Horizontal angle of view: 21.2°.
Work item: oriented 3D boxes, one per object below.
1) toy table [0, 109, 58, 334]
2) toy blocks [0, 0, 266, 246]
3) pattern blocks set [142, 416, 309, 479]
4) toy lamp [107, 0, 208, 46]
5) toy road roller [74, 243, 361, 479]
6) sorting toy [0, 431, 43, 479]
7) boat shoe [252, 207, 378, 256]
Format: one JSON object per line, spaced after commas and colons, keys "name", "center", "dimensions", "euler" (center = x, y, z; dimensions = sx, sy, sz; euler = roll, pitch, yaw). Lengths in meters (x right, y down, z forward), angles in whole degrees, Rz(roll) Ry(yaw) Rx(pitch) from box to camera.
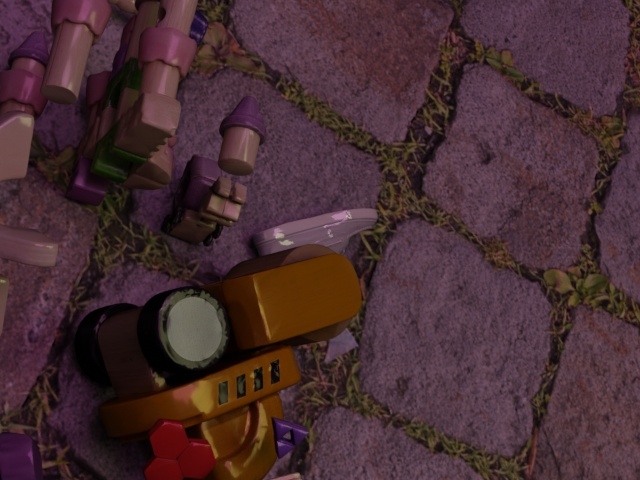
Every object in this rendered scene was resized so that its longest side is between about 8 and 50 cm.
{"name": "toy table", "center": [-0.404, -0.016, 1.841], "dimensions": [0.161, 0.274, 0.252], "euler": [5, 23, -34]}
{"name": "toy blocks", "center": [-0.200, -0.194, 2.014], "dimensions": [0.309, 0.288, 0.260], "euler": [20, 63, -20]}
{"name": "pattern blocks set", "center": [-0.076, 0.350, 1.874], "dimensions": [0.285, 0.026, 0.325], "euler": [3, 100, -18]}
{"name": "toy lamp", "center": [-0.271, -0.320, 2.169], "dimensions": [0.274, 0.080, 0.080], "euler": [27, 55, -21]}
{"name": "toy road roller", "center": [-0.102, 0.156, 1.972], "dimensions": [0.329, 0.202, 0.240], "euler": [-18, 92, -37]}
{"name": "sorting toy", "center": [-0.325, 0.360, 1.635], "dimensions": [0.126, 0.127, 0.365], "euler": [-7, 64, -2]}
{"name": "boat shoe", "center": [0.000, 0.000, 2.197], "dimensions": [0.184, 0.066, 0.063], "euler": [-13, 89, -39]}
